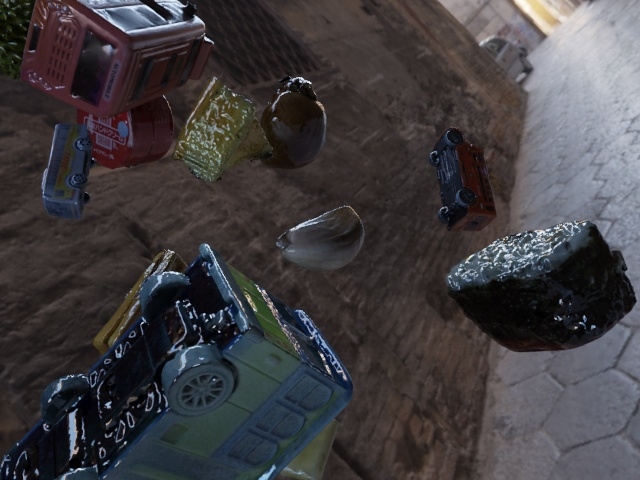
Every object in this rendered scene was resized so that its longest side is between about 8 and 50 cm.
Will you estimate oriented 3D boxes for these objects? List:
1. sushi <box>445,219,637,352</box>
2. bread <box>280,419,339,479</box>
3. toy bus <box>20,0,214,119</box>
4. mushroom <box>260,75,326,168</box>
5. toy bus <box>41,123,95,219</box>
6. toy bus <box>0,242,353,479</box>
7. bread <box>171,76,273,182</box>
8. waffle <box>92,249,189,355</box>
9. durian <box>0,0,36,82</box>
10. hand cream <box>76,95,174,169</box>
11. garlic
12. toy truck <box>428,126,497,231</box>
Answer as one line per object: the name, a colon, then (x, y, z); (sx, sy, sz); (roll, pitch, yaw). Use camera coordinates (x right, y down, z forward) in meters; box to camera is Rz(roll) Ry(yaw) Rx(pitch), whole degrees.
sushi: (0.254, 0.056, 0.624); (0.136, 0.126, 0.225); (-33, -4, -17)
bread: (-0.034, 0.585, 1.455); (0.139, 0.060, 0.178); (4, 48, 27)
toy bus: (-0.406, -0.415, 1.085); (0.203, 0.232, 0.427); (-57, 6, 28)
mushroom: (-0.080, -0.348, 1.554); (0.263, 0.195, 0.283); (-18, -60, -53)
toy bus: (-0.456, -0.130, 0.935); (0.064, 0.075, 0.191); (117, 151, -52)
toy bus: (-0.144, 0.180, 0.504); (0.312, 0.190, 0.152); (-46, 40, 2)
bread: (-0.178, -0.186, 0.972); (0.169, 0.140, 0.160); (-57, -14, 3)
waffle: (-0.417, 0.203, 1.336); (0.098, 0.224, 0.328); (-5, 40, 27)
durian: (-0.615, -0.439, 1.085); (0.237, 0.176, 0.200); (-50, -2, -39)
hand cream: (-0.510, -0.307, 1.353); (0.230, 0.230, 0.149); (-45, -8, 35)
garlic: (0.014, 0.006, 0.959); (0.195, 0.101, 0.087); (-26, -29, -34)
toy truck: (0.351, -0.151, 1.270); (0.107, 0.114, 0.253); (121, 150, -60)
